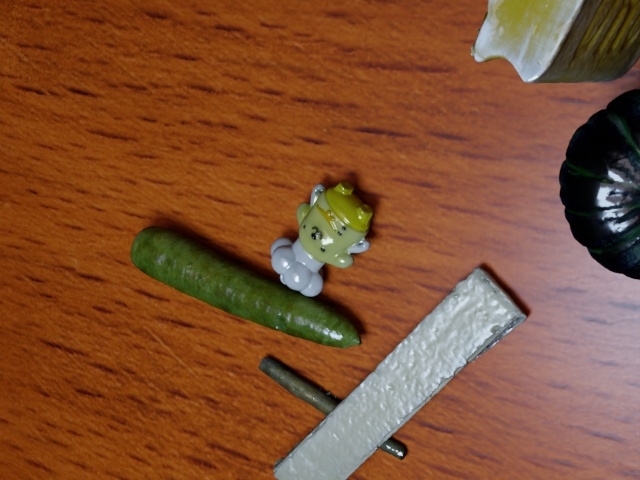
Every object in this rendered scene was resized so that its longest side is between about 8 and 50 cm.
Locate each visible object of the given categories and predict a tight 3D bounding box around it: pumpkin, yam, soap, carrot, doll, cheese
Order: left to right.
[{"bbox_3d":[-0.100,0.067,1.322,0.358,0.074,0.074,22,110,23],"label":"carrot"},{"bbox_3d":[0.000,0.000,1.249,0.106,0.062,0.162,51,121,19],"label":"doll"},{"bbox_3d":[0.014,0.215,1.303,0.234,0.027,0.029,29,87,23],"label":"yam"},{"bbox_3d":[0.085,0.191,1.229,0.085,0.034,0.400,48,113,10],"label":"cheese"},{"bbox_3d":[0.249,-0.234,0.925,0.089,0.274,0.173,35,115,23],"label":"soap"},{"bbox_3d":[0.332,-0.056,0.983,0.194,0.150,0.194,12,116,26],"label":"pumpkin"}]
